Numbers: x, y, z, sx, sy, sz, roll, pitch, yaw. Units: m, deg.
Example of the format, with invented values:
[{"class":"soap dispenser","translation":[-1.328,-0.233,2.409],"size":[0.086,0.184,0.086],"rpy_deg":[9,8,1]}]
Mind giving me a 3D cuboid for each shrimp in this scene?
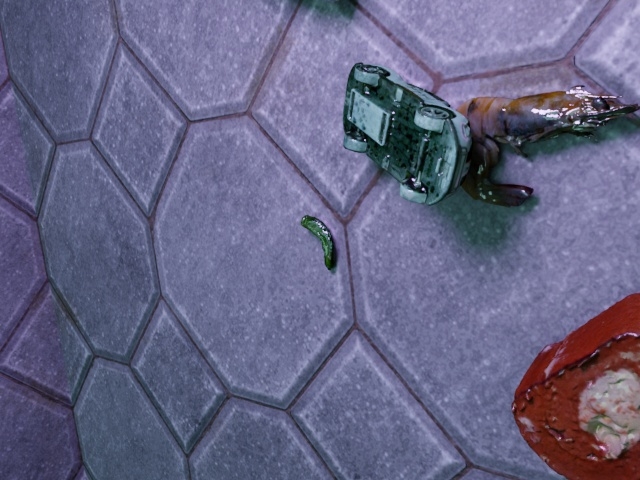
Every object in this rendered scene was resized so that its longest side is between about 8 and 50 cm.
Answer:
[{"class":"shrimp","translation":[0.305,-0.130,0.923],"size":[0.296,0.058,0.169],"rpy_deg":[4,110,47]}]

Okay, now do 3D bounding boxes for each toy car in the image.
[{"class":"toy car","translation":[0.140,-0.172,0.990],"size":[0.306,0.125,0.136],"rpy_deg":[47,138,46]}]

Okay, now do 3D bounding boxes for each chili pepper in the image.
[{"class":"chili pepper","translation":[0.007,-0.002,1.246],"size":[0.118,0.035,0.055],"rpy_deg":[60,146,-1]}]

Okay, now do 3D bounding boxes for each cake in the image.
[{"class":"cake","translation":[0.399,0.208,0.866],"size":[0.177,0.151,0.283],"rpy_deg":[47,130,8]}]
